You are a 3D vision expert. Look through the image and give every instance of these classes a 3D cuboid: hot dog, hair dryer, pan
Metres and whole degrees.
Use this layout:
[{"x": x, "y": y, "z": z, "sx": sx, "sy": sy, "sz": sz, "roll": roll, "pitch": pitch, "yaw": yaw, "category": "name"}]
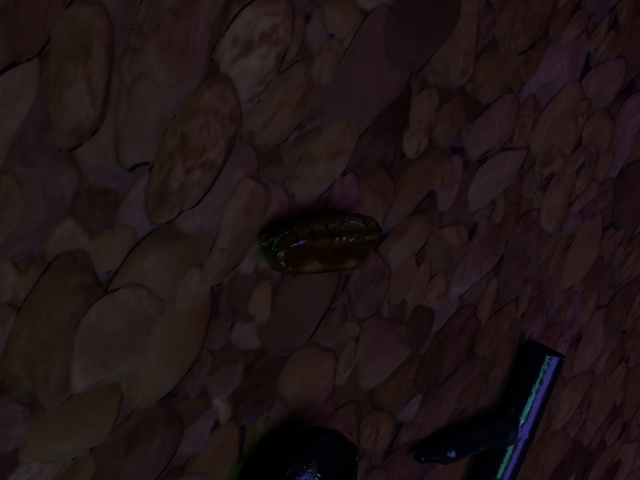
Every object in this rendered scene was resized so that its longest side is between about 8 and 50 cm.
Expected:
[{"x": 0.000, "y": 0.000, "z": 1.034, "sx": 0.122, "sy": 0.037, "sz": 0.049, "roll": 0, "pitch": 125, "yaw": -50, "category": "hot dog"}, {"x": 0.163, "y": 0.181, "z": 1.408, "sx": 0.195, "sy": 0.050, "sz": 0.173, "roll": 13, "pitch": 99, "yaw": -55, "category": "hair dryer"}, {"x": -0.011, "y": 0.223, "z": 1.169, "sx": 0.128, "sy": 0.048, "sz": 0.202, "roll": -55, "pitch": 147, "yaw": -10, "category": "pan"}]
